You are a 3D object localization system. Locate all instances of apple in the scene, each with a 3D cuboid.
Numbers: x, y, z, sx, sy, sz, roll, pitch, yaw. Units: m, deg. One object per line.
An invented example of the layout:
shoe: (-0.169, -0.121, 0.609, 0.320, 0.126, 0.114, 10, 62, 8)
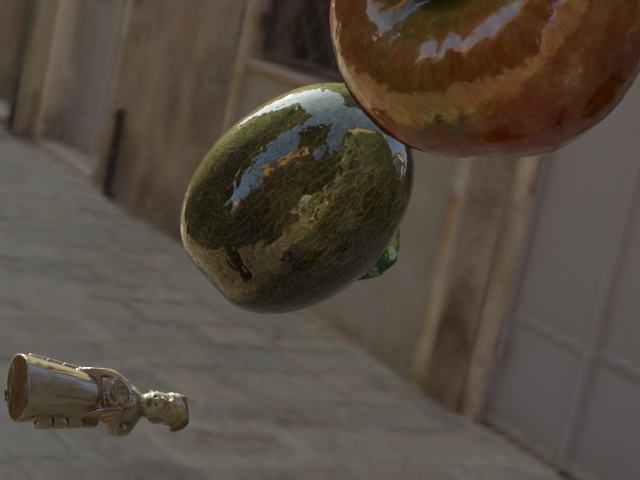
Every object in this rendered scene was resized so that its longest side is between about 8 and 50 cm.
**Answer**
apple: (0.163, -0.206, 1.306, 0.277, 0.309, 0.250, 48, 8, 27)

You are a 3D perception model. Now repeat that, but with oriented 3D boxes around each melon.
melon: (-0.022, -0.052, 1.805, 0.237, 0.301, 0.237, 47, -8, 9)

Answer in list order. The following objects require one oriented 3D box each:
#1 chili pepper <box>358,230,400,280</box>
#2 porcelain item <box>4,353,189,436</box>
chili pepper: (-0.001, 0.000, 1.960, 0.224, 0.098, 0.061, 9, 10, 32)
porcelain item: (-0.231, 0.173, 1.627, 0.213, 0.084, 0.054, 14, -31, -35)
